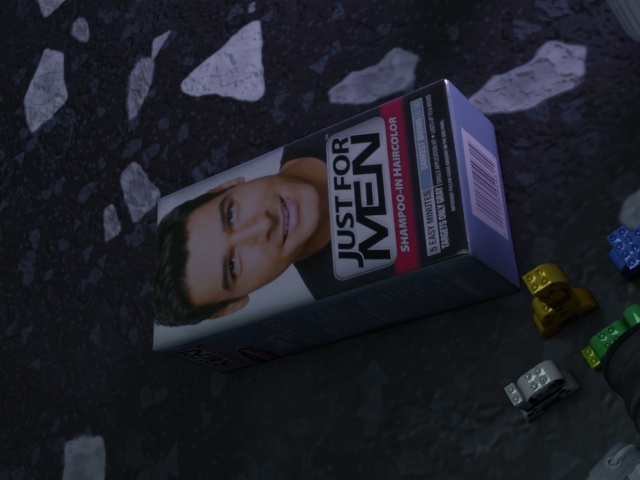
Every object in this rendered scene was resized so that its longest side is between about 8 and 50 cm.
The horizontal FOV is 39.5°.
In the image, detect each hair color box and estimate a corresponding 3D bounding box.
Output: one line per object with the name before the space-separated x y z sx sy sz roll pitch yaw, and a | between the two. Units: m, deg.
hair color box | 0.000 0.000 0.922 0.374 0.113 0.185 -20 60 30

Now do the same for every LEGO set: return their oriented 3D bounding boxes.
LEGO set | 0.227 0.049 0.739 0.227 0.093 0.087 -39 52 17

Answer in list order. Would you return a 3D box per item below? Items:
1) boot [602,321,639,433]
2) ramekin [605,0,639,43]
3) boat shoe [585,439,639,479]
boot | 0.357 0.077 0.583 0.338 0.118 0.223 -21 28 19
ramekin | 0.326 -0.244 0.733 0.207 0.109 0.207 -27 19 10
boat shoe | 0.159 0.294 0.675 0.320 0.118 0.103 -48 44 5
